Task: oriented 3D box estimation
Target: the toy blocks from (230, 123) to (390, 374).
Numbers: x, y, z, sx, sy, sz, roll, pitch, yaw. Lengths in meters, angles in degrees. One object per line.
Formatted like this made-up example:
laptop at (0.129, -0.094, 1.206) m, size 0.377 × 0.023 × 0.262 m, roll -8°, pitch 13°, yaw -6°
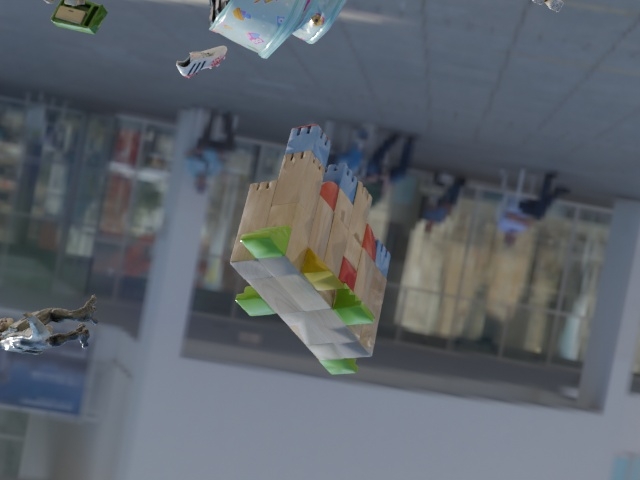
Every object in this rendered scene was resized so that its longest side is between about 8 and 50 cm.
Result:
toy blocks at (0.000, 0.000, 2.004) m, size 0.190 × 0.261 × 0.381 m, roll -7°, pitch 142°, yaw 29°

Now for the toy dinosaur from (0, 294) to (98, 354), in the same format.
toy dinosaur at (-0.348, 0.113, 1.652) m, size 0.118 × 0.064 × 0.268 m, roll -7°, pitch 174°, yaw -26°

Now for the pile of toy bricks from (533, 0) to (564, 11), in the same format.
pile of toy bricks at (0.265, -0.416, 1.828) m, size 0.212 × 0.118 × 0.105 m, roll 16°, pitch -150°, yaw -28°

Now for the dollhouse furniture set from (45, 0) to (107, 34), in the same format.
dollhouse furniture set at (-0.294, -0.288, 1.422) m, size 0.058 × 0.076 × 0.152 m, roll 18°, pitch 164°, yaw 25°

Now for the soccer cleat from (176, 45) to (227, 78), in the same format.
soccer cleat at (-0.183, -0.280, 1.992) m, size 0.083 × 0.029 × 0.035 m, roll -25°, pitch 140°, yaw 17°

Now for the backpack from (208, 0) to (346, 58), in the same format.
backpack at (-0.038, -0.292, 1.416) m, size 0.144 × 0.188 × 0.166 m, roll 34°, pitch 161°, yaw -12°
